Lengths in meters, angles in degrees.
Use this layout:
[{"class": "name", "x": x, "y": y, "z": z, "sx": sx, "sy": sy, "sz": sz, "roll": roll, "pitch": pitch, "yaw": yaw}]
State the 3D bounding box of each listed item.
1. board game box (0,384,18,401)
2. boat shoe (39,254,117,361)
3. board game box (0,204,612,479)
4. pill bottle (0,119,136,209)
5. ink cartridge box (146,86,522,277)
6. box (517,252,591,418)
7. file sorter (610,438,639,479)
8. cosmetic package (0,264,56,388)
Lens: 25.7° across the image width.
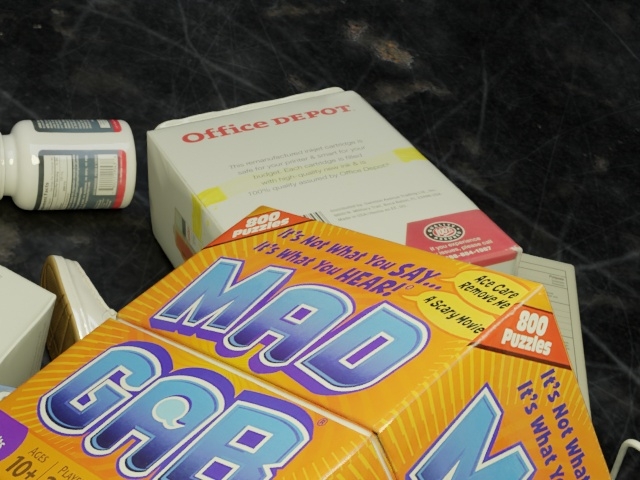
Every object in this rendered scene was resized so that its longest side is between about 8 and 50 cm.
[{"class": "board game box", "x": -0.220, "y": 0.223, "z": 1.359, "sx": 0.243, "sy": 0.165, "sz": 0.042, "roll": 13, "pitch": 45, "yaw": -9}, {"class": "boat shoe", "x": -0.220, "y": 0.133, "z": 1.497, "sx": 0.096, "sy": 0.098, "sz": 0.277, "roll": -13, "pitch": 63, "yaw": -30}, {"class": "board game box", "x": -0.010, "y": 0.238, "z": 1.139, "sx": 0.356, "sy": 0.357, "sz": 0.356, "roll": -39, "pitch": 32, "yaw": -25}, {"class": "pill bottle", "x": -0.317, "y": -0.090, "z": 1.657, "sx": 0.180, "sy": 0.108, "sz": 0.108, "roll": -1, "pitch": 49, "yaw": -21}, {"class": "ink cartridge box", "x": 0.000, "y": 0.000, "z": 1.566, "sx": 0.279, "sy": 0.160, "sz": 0.385, "roll": -13, "pitch": 37, "yaw": -22}, {"class": "box", "x": 0.218, "y": 0.162, "z": 1.606, "sx": 0.148, "sy": 0.121, "sz": 0.311, "roll": 13, "pitch": 45, "yaw": -8}, {"class": "file sorter", "x": 0.258, "y": 0.354, "z": 1.345, "sx": 0.277, "sy": 0.173, "sz": 0.193, "roll": -35, "pitch": 64, "yaw": -19}, {"class": "cosmetic package", "x": -0.391, "y": 0.105, "z": 1.416, "sx": 0.183, "sy": 0.151, "sz": 0.151, "roll": 28, "pitch": 45, "yaw": 5}]
